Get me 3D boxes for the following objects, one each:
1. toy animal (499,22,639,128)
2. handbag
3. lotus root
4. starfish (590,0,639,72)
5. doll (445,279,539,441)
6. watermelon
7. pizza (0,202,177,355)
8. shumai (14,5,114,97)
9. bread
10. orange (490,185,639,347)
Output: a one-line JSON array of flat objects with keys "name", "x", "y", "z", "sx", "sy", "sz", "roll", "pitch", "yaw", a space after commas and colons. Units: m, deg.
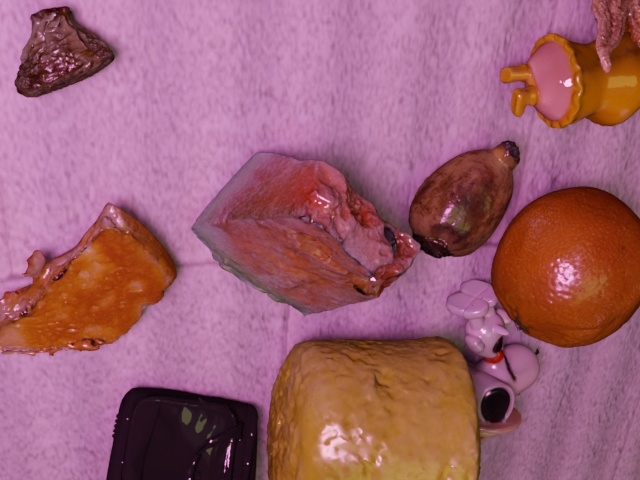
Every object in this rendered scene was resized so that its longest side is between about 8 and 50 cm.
[{"name": "toy animal", "x": 0.385, "y": -0.241, "z": 1.034, "sx": 0.229, "sy": 0.156, "sz": 0.156, "roll": -13, "pitch": 119, "yaw": -6}, {"name": "handbag", "x": -0.212, "y": 0.375, "z": 1.099, "sx": 0.244, "sy": 0.275, "sz": 0.088, "roll": 16, "pitch": 151, "yaw": -26}, {"name": "lotus root", "x": 0.227, "y": -0.064, "z": 1.084, "sx": 0.214, "sy": 0.138, "sz": 0.138, "roll": -45, "pitch": 121, "yaw": 6}, {"name": "starfish", "x": 0.454, "y": -0.338, "z": 0.995, "sx": 0.299, "sy": 0.060, "sz": 0.303, "roll": 22, "pitch": 69, "yaw": -19}, {"name": "doll", "x": 0.281, "y": 0.218, "z": 1.252, "sx": 0.208, "sy": 0.144, "sz": 0.271, "roll": -51, "pitch": 125, "yaw": -13}, {"name": "watermelon", "x": 0.001, "y": -0.012, "z": 1.001, "sx": 0.264, "sy": 0.302, "sz": 0.151, "roll": 38, "pitch": 62, "yaw": -29}, {"name": "pizza", "x": -0.345, "y": 0.078, "z": 0.997, "sx": 0.297, "sy": 0.071, "sz": 0.189, "roll": -40, "pitch": 133, "yaw": 8}, {"name": "shumai", "x": -0.320, "y": -0.230, "z": 0.842, "sx": 0.123, "sy": 0.099, "sz": 0.087, "roll": -26, "pitch": 105, "yaw": -7}, {"name": "bread", "x": 0.078, "y": 0.311, "z": 1.120, "sx": 0.307, "sy": 0.348, "sz": 0.349, "roll": 11, "pitch": 112, "yaw": -10}, {"name": "orange", "x": 0.399, "y": 0.046, "z": 1.121, "sx": 0.264, "sy": 0.264, "sz": 0.264, "roll": -8, "pitch": 118, "yaw": -15}]
